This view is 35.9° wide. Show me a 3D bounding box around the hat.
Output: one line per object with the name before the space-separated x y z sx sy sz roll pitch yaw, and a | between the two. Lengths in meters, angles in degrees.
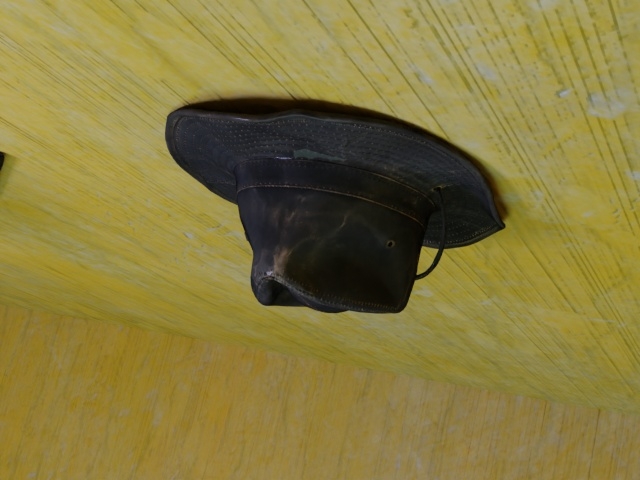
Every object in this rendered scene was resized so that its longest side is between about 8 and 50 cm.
hat | 0.000 0.000 0.871 0.331 0.134 0.331 13 167 3

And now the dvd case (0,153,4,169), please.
dvd case | -0.478 -0.096 1.180 0.180 0.022 0.253 19 166 -18
